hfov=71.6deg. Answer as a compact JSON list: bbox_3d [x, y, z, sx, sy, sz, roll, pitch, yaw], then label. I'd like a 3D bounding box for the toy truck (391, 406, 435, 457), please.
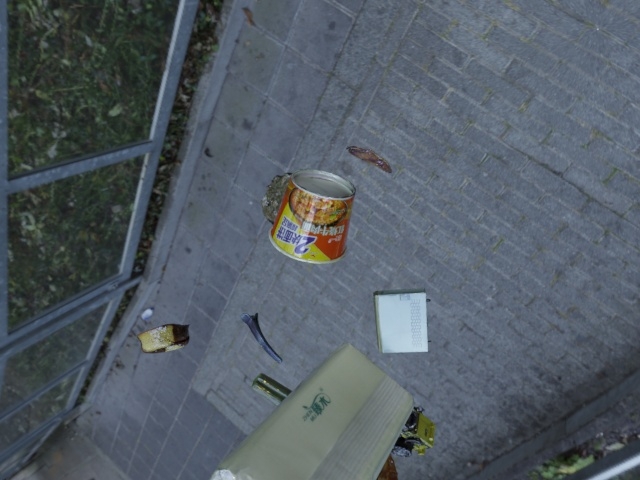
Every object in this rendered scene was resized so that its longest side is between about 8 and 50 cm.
[{"bbox_3d":[0.184,0.462,1.175,0.285,0.136,0.111,36,136,-18],"label":"toy truck"}]

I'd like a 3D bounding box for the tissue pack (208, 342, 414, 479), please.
[{"bbox_3d":[-0.032,0.402,0.788,0.207,0.380,0.297,39,122,14],"label":"tissue pack"}]

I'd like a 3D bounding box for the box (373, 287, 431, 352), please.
[{"bbox_3d":[0.307,0.300,1.654,0.210,0.045,0.270,-6,116,9],"label":"box"}]

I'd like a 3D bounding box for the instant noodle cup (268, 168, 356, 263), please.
[{"bbox_3d":[-0.012,-0.070,1.107,0.213,0.213,0.174,26,120,19],"label":"instant noodle cup"}]

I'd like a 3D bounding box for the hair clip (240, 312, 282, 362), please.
[{"bbox_3d":[-0.243,0.409,1.854,0.048,0.083,0.275,-56,51,22],"label":"hair clip"}]

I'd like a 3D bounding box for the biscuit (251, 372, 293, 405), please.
[{"bbox_3d":[-0.173,0.733,2.083,0.322,0.099,0.038,31,146,7],"label":"biscuit"}]

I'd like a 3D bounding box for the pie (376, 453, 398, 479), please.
[{"bbox_3d":[0.162,0.824,1.548,0.308,0.308,0.085,47,124,5],"label":"pie"}]

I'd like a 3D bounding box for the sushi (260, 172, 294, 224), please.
[{"bbox_3d":[-0.108,-0.158,1.760,0.350,0.170,0.211,-4,74,61],"label":"sushi"}]

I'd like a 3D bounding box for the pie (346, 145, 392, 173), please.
[{"bbox_3d":[0.158,-0.267,1.427,0.169,0.092,0.034,27,83,5],"label":"pie"}]

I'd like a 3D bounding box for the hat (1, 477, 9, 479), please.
[{"bbox_3d":[-0.489,0.334,0.465,0.245,0.214,0.149,-47,110,-4],"label":"hat"}]

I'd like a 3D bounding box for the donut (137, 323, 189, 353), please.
[{"bbox_3d":[-0.421,0.266,1.203,0.140,0.140,0.059,-29,69,38],"label":"donut"}]
